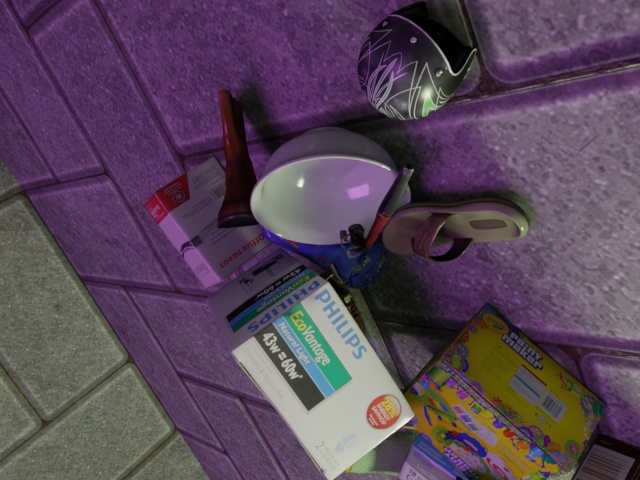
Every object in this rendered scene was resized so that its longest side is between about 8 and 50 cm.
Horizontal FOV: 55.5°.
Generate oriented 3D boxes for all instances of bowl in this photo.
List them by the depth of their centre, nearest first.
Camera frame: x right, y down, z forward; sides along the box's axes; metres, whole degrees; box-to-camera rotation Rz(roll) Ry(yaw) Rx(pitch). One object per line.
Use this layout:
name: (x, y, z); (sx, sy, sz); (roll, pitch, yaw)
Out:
bowl: (0.016, -0.119, 1.155); (0.298, 0.134, 0.297); (-2, 150, -1)

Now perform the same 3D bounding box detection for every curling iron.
curling iron: (0.105, -0.050, 1.115); (0.274, 0.068, 0.035); (125, 147, -54)

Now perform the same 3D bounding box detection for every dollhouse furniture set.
dollhouse furniture set: (0.143, 0.531, 1.542); (0.198, 0.151, 0.301); (8, 119, 2)

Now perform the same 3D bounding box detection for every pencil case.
pencil case: (0.000, 0.000, 1.343); (0.306, 0.133, 0.119); (30, 146, 30)

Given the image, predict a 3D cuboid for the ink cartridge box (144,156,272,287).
ink cartridge box: (-0.283, -0.044, 1.567); (0.272, 0.197, 0.114); (54, 147, -5)

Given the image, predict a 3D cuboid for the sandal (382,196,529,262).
sandal: (0.221, -0.010, 1.089); (0.120, 0.086, 0.303); (37, 152, -29)

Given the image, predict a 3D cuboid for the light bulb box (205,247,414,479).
light bulb box: (-0.039, 0.243, 1.303); (0.357, 0.225, 0.361); (57, 171, -17)

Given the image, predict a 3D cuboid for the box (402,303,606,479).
box: (0.342, 0.334, 1.226); (0.290, 0.177, 0.279); (42, 145, 12)

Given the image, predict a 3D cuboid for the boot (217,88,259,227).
boot: (-0.168, -0.170, 1.256); (0.096, 0.264, 0.280); (-5, 96, 6)

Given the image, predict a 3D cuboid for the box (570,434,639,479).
box: (0.573, 0.514, 1.137); (0.167, 0.168, 0.203); (12, 131, 44)

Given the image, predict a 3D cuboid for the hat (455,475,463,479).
hat: (0.373, 0.626, 1.212); (0.331, 0.134, 0.331); (36, 163, 13)

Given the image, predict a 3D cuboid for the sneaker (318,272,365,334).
sneaker: (0.053, 0.161, 1.492); (0.188, 0.066, 0.071); (50, 145, -1)

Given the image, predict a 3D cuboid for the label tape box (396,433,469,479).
label tape box: (0.327, 0.568, 1.466); (0.241, 0.106, 0.333); (32, 129, 26)

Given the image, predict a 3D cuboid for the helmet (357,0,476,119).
helmet: (0.135, -0.262, 0.912); (0.169, 0.161, 0.169); (30, 141, 28)
